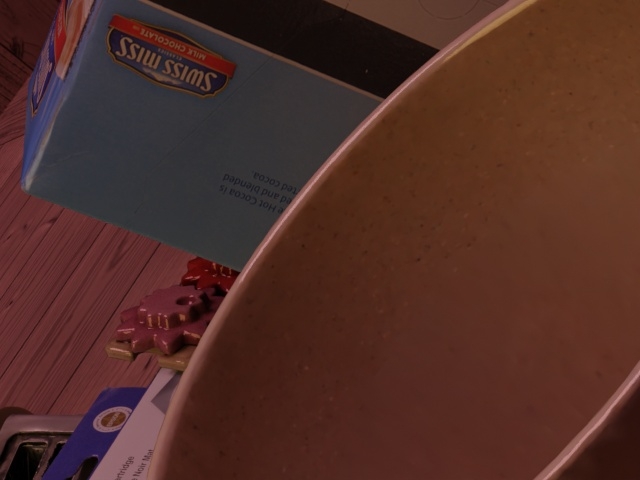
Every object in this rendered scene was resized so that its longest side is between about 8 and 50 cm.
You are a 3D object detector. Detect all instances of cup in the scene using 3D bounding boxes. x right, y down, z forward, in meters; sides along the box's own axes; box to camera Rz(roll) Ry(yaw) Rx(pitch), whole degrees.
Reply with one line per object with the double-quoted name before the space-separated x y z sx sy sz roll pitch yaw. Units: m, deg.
"cup" 0.123 0.077 0.610 0.331 0.237 0.331 -42 21 21

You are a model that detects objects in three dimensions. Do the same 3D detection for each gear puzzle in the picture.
"gear puzzle" 0.000 0.000 1.115 0.176 0.044 0.339 7 30 32

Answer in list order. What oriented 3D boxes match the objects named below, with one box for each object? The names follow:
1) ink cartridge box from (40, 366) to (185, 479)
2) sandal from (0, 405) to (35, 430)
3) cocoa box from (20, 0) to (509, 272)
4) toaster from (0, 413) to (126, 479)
"ink cartridge box" -0.087 0.149 0.960 0.224 0.045 0.223 2 31 18
"sandal" -0.353 0.278 1.506 0.240 0.088 0.079 -62 -9 -46
"cocoa box" 0.015 -0.102 0.924 0.228 0.347 0.231 -65 17 16
"toaster" -0.156 0.209 1.051 0.168 0.110 0.185 -1 40 15
